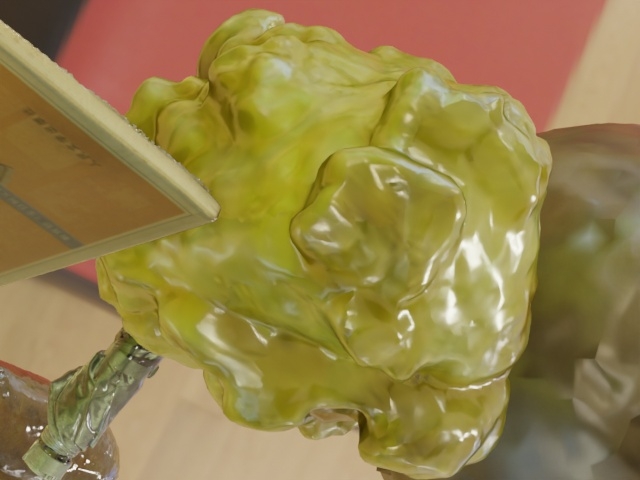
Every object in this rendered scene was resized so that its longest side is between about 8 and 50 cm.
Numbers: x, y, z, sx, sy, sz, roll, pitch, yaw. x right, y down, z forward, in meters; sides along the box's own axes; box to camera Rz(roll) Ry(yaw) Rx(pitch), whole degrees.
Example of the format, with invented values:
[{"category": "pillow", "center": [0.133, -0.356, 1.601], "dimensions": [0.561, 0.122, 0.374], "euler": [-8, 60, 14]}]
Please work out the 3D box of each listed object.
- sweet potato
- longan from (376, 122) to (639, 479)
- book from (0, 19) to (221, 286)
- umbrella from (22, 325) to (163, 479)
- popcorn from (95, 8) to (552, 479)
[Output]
[{"category": "sweet potato", "center": [-0.344, 0.181, 2.010], "dimensions": [0.422, 0.130, 0.130], "euler": [33, 81, -47]}, {"category": "longan", "center": [0.206, 0.102, 1.492], "dimensions": [0.391, 0.391, 0.391], "euler": [-29, 129, -42]}, {"category": "book", "center": [-0.189, -0.034, 0.992], "dimensions": [0.170, 0.241, 0.018], "euler": [40, 52, -32]}, {"category": "umbrella", "center": [-0.143, 0.090, 1.369], "dimensions": [0.188, 0.050, 0.046], "euler": [-51, 157, 15]}, {"category": "popcorn", "center": [0.000, 0.000, 1.102], "dimensions": [0.235, 0.250, 0.242], "euler": [-1, 113, -54]}]
